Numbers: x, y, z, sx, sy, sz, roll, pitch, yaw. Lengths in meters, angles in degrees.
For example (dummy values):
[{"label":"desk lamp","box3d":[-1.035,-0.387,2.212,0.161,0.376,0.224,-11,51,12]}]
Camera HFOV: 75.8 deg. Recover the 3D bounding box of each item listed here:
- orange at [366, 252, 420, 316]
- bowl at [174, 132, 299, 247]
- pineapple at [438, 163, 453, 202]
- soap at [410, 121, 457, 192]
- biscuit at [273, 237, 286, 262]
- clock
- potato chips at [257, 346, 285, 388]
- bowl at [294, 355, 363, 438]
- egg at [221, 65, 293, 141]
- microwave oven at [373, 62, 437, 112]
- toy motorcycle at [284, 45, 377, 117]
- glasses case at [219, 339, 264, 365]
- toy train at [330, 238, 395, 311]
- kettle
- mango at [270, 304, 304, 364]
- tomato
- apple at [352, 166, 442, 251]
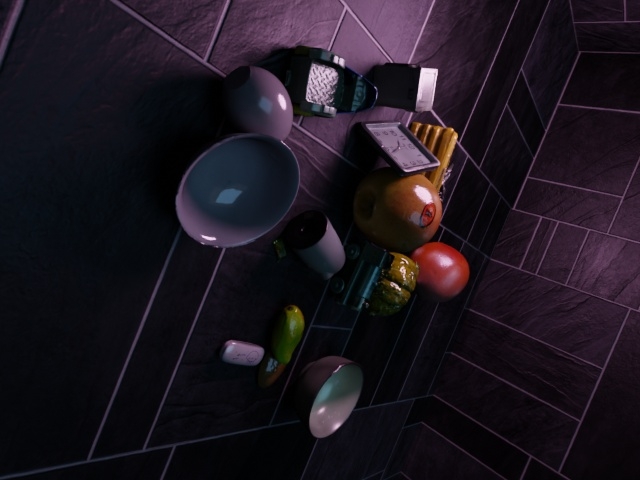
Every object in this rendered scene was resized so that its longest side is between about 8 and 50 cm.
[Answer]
[{"label":"orange","box3d":[0.297,0.192,1.855,0.301,0.223,0.300,-63,175,34]},{"label":"bowl","box3d":[-0.238,-0.162,1.102,0.345,0.157,0.346,-23,140,-22]},{"label":"pineapple","box3d":[0.544,-0.217,1.999,0.165,0.165,0.365,30,83,-51]},{"label":"soap","box3d":[0.453,-0.335,1.796,0.096,0.204,0.325,7,104,-53]},{"label":"biscuit","box3d":[-0.142,0.032,1.447,0.046,0.016,0.089,-36,132,-32]},{"label":"clock","box3d":[0.300,-0.357,1.583,0.278,0.274,0.049,-17,153,-43]},{"label":"potato chips","box3d":[-0.173,0.488,1.615,0.202,0.049,0.150,-59,146,-18]},{"label":"bowl","box3d":[0.011,0.649,1.793,0.353,0.185,0.355,-24,125,-40]},{"label":"egg","box3d":[-0.163,-0.353,1.108,0.176,0.176,0.232,-58,151,-10]},{"label":"microwave oven","box3d":[0.309,-0.563,1.515,0.129,0.204,0.163,-17,122,-43]},{"label":"toy motorcycle","box3d":[0.056,-0.468,1.283,0.326,0.199,0.192,-4,111,-45]},{"label":"glasses case","box3d":[-0.274,0.398,1.452,0.197,0.049,0.076,32,83,-51]},{"label":"toy train","box3d":[0.169,0.147,1.718,0.120,0.194,0.299,24,91,-52]},{"label":"kettle","box3d":[0.000,0.000,1.500,0.236,0.161,0.222,54,36,-48]},{"label":"mango","box3d":[-0.124,0.354,1.553,0.125,0.111,0.233,-1,105,-41]},{"label":"tomato","box3d":[0.583,0.167,2.099,0.321,0.321,0.322,-24,125,-40]},{"label":"apple","box3d":[0.291,-0.127,1.610,0.304,0.338,0.339,19,94,-28]}]
